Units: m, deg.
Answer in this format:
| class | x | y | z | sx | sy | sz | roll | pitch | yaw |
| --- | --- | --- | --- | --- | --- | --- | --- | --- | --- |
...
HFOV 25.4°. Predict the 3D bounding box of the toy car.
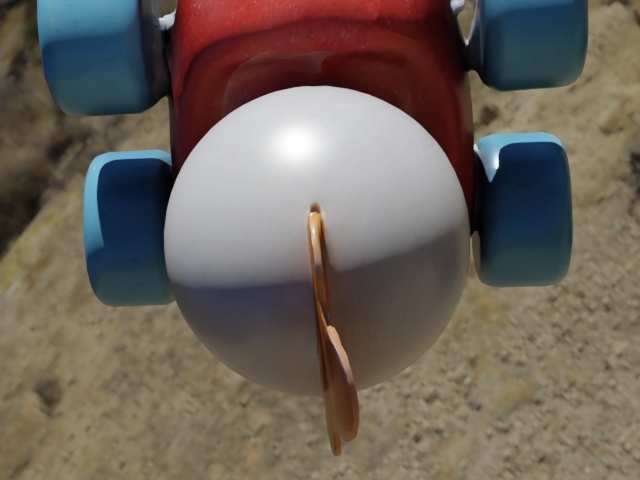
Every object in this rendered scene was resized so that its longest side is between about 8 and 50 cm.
| class | x | y | z | sx | sy | sz | roll | pitch | yaw |
| --- | --- | --- | --- | --- | --- | --- | --- | --- | --- |
| toy car | 0.000 | 0.000 | 0.557 | 0.219 | 0.210 | 0.238 | -2 | 39 | 2 |
